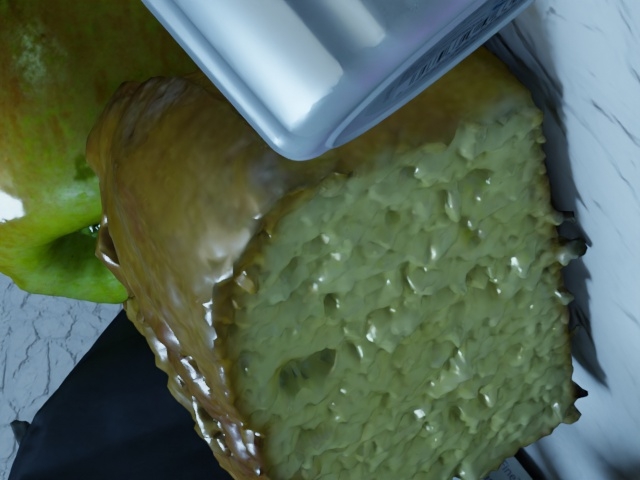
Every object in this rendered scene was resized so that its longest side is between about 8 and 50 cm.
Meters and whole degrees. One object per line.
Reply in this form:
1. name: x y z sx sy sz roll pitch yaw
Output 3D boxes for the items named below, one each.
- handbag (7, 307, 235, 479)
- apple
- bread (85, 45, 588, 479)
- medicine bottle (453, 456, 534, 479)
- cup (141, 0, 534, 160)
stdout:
1. handbag: -0.075 0.088 1.210 0.302 0.275 0.178 -161 69 -88
2. apple: -0.138 -0.079 1.060 0.246 0.246 0.226 81 168 -68
3. bread: 0.000 0.000 0.903 0.179 0.194 0.340 55 170 34
4. medicine bottle: 0.136 0.202 1.312 0.201 0.052 0.171 51 168 12
5. cup: -0.011 -0.146 0.532 0.202 0.167 0.221 51 172 2
